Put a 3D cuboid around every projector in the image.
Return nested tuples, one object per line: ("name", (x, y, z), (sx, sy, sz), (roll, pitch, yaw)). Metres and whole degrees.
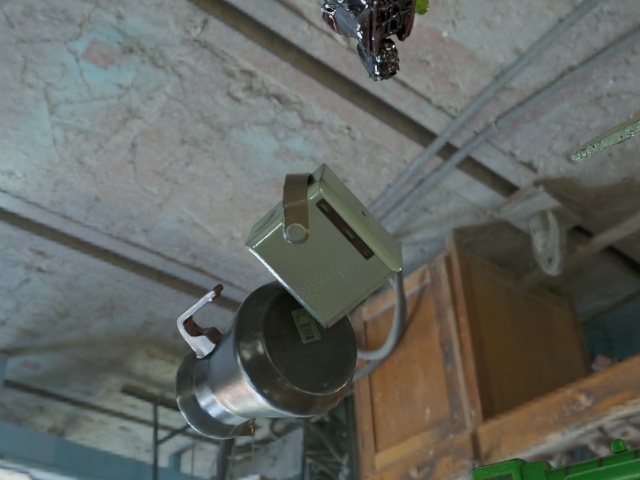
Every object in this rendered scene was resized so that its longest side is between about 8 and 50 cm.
("projector", (0.000, 0.000, 1.413), (0.177, 0.163, 0.242), (-40, 103, 13))

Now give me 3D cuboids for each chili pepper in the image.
("chili pepper", (0.215, -0.557, 1.835), (0.052, 0.050, 0.201), (9, 171, 8))

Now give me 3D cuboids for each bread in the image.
("bread", (0.707, -0.249, 2.024), (0.193, 0.112, 0.036), (-28, 96, 35))

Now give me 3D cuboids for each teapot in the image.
("teapot", (-0.128, 0.221, 1.581), (0.300, 0.253, 0.344), (53, 135, -2))

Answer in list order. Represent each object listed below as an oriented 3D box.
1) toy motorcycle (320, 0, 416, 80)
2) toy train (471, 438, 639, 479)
("toy motorcycle", (0.060, -0.417, 1.209), (0.134, 0.207, 0.401), (-33, 156, -19))
("toy train", (0.244, 0.216, 0.671), (0.251, 0.119, 0.085), (-23, 143, 24))
